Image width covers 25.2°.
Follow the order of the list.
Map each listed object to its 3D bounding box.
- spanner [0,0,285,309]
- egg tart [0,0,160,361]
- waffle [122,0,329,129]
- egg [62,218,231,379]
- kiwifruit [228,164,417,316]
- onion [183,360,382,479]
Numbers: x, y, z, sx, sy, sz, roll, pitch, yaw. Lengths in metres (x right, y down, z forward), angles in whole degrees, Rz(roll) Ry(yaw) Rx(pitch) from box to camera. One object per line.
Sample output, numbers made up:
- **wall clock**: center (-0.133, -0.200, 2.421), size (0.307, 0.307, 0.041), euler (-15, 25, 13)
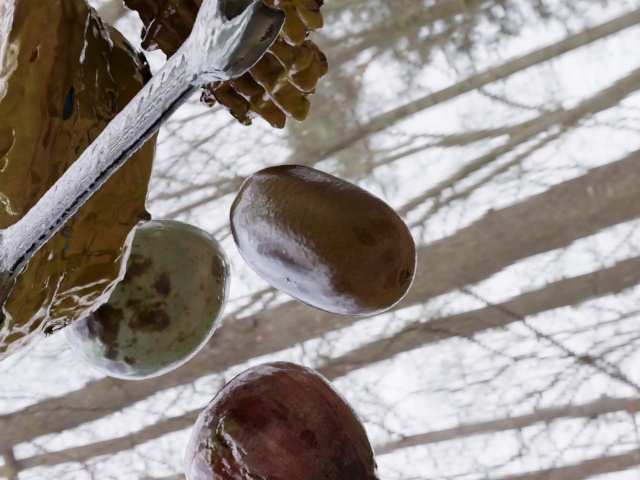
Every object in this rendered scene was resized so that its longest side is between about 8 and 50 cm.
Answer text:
- **spanner**: center (-0.092, -0.032, 0.589), size (0.015, 0.254, 0.054), euler (22, -131, -30)
- **egg tart**: center (-0.239, -0.057, 1.152), size (0.169, 0.388, 0.388), euler (15, -113, -25)
- **waffle**: center (-0.084, -0.185, 1.028), size (0.051, 0.231, 0.229), euler (-38, -41, -28)
- **egg**: center (-0.185, 0.058, 1.571), size (0.231, 0.169, 0.169), euler (-32, -80, -51)
- **kiwifruit**: center (0.000, 0.000, 0.811), size (0.075, 0.124, 0.075), euler (-31, -47, -40)
- **onion**: center (-0.014, 0.191, 1.192), size (0.159, 0.195, 0.159), euler (-36, -41, -39)
